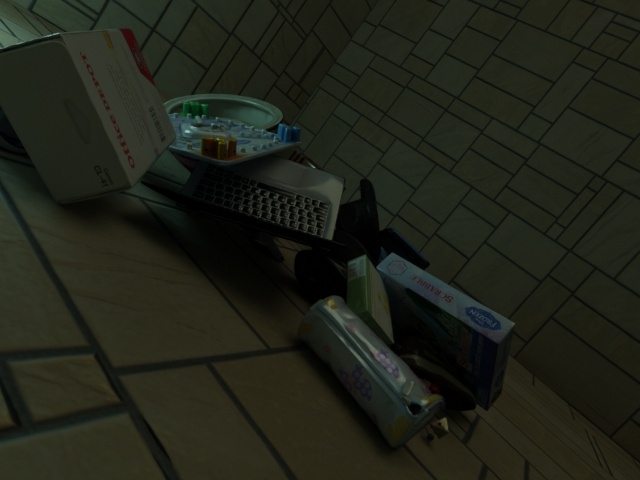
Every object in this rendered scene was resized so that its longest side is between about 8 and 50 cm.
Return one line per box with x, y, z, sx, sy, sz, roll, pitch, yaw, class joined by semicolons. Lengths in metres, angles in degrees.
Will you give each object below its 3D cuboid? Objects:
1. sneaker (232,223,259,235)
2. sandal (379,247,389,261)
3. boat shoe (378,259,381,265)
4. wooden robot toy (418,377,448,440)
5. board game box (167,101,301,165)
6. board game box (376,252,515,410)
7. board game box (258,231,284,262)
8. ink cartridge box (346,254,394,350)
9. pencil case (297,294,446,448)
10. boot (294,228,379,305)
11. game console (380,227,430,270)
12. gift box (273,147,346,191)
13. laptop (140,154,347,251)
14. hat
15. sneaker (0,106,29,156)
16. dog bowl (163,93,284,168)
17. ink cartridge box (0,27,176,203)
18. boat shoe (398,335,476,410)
-0.199;-0.070;1.242;0.123;0.105;0.290;5;4;24;sneaker
0.229;0.077;1.839;0.318;0.138;0.126;29;3;-39;sandal
0.121;0.082;1.628;0.321;0.103;0.118;20;36;-45;boat shoe
0.184;0.310;0.817;0.079;0.076;0.173;24;12;-13;wooden robot toy
-0.297;-0.295;1.085;0.390;0.050;0.390;19;26;17;board game box
0.287;0.220;1.005;0.318;0.066;0.318;33;-28;39;board game box
-0.138;0.006;1.139;0.090;0.020;0.090;56;-2;-34;board game box
0.133;0.171;0.937;0.235;0.056;0.171;52;25;-31;ink cartridge box
0.077;0.217;0.719;0.273;0.113;0.124;43;-3;34;pencil case
0.035;0.080;1.203;0.367;0.146;0.445;39;14;21;boot
0.247;0.106;1.444;0.250;0.173;0.293;44;-5;-1;game console
-0.104;-0.191;1.571;0.276;0.258;0.255;44;11;32;gift box
-0.122;-0.133;0.946;0.383;0.236;0.407;18;52;-5;laptop
0.125;-0.052;1.511;0.134;0.330;0.331;-7;15;-2;hat
-0.459;-0.185;0.744;0.083;0.098;0.224;41;11;21;sneaker
-0.333;-0.370;1.428;0.409;0.150;0.407;5;34;-3;dog bowl
-0.378;-0.228;0.716;0.306;0.131;0.225;-97;173;-62;ink cartridge box
0.277;0.302;0.960;0.257;0.095;0.095;42;45;-27;boat shoe
